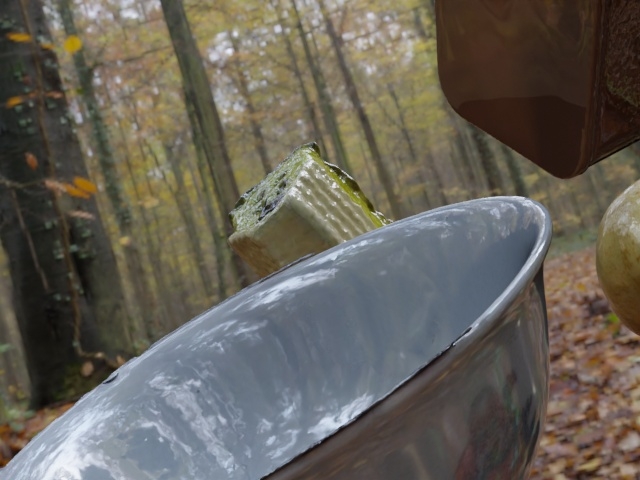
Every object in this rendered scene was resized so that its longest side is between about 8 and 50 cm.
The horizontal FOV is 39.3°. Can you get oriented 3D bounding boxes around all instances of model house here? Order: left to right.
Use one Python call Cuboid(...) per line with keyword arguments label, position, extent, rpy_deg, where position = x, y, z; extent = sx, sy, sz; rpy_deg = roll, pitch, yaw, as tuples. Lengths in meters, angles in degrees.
Cuboid(label="model house", position=(0.000, 0.000, 1.142), extent=(0.175, 0.193, 0.234), rpy_deg=(-43, 13, 3))

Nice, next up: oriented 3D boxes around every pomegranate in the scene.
Cuboid(label="pomegranate", position=(0.596, 0.036, 1.460), extent=(0.319, 0.319, 0.319), rpy_deg=(-17, -4, -1))

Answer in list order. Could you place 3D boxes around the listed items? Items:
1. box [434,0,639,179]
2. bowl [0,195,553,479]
Cuboid(label="box", position=(0.268, -0.275, 0.866), extent=(0.230, 0.339, 0.239), rpy_deg=(-23, 39, -18))
Cuboid(label="bowl", position=(-0.004, 0.123, 0.480), extent=(0.346, 0.157, 0.345), rpy_deg=(-29, 10, 6))
